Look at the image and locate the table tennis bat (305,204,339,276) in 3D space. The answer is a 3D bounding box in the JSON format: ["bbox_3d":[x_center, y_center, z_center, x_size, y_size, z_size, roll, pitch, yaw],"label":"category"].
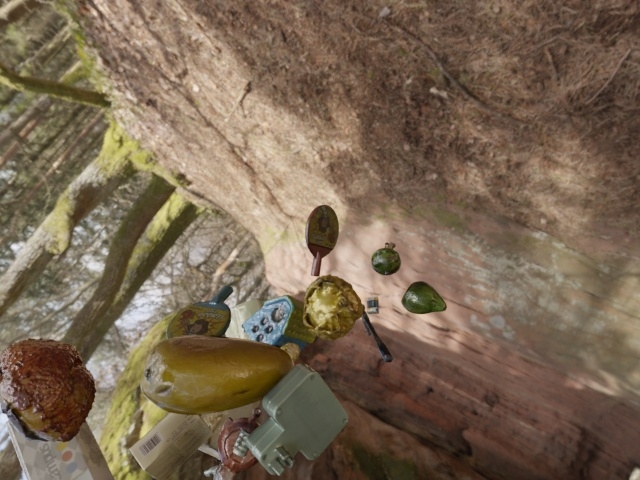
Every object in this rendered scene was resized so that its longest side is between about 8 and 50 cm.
[{"bbox_3d":[0.000,0.000,1.920,0.038,0.310,0.200,3,172,43],"label":"table tennis bat"}]

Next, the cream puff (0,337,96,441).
[{"bbox_3d":[-0.586,0.319,0.975,0.240,0.164,0.240,51,151,43],"label":"cream puff"}]

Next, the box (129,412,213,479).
[{"bbox_3d":[-0.467,0.641,1.433,0.095,0.212,0.168,33,150,31],"label":"box"}]

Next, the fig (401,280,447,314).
[{"bbox_3d":[0.377,0.217,1.612,0.156,0.123,0.123,29,168,22],"label":"fig"}]

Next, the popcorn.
[{"bbox_3d":[0.046,0.259,1.723,0.250,0.250,0.190,32,179,10],"label":"popcorn"}]

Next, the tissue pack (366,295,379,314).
[{"bbox_3d":[0.266,0.330,2.282,0.062,0.083,0.042,-9,146,18],"label":"tissue pack"}]

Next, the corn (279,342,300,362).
[{"bbox_3d":[-0.147,0.467,1.742,0.081,0.081,0.248,34,139,0],"label":"corn"}]

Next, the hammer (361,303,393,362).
[{"bbox_3d":[0.225,0.391,1.815,0.290,0.037,0.137,-120,6,-57],"label":"hammer"}]

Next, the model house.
[{"bbox_3d":[-0.149,0.371,1.957,0.215,0.303,0.237,47,-172,39],"label":"model house"}]

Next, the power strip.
[{"bbox_3d":[-0.061,0.506,1.216,0.141,0.261,0.229,15,141,56],"label":"power strip"}]

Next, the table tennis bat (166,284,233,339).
[{"bbox_3d":[-0.405,0.268,1.586,0.215,0.329,0.044,6,124,19],"label":"table tennis bat"}]

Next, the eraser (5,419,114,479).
[{"bbox_3d":[-0.891,0.719,1.530,0.397,0.213,0.082,42,152,31],"label":"eraser"}]

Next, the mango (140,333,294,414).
[{"bbox_3d":[-0.296,0.393,1.332,0.445,0.221,0.301,4,170,-16],"label":"mango"}]

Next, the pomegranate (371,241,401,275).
[{"bbox_3d":[0.267,0.067,1.793,0.122,0.161,0.122,16,151,9],"label":"pomegranate"}]

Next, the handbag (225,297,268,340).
[{"bbox_3d":[-0.333,0.490,2.217,0.160,0.236,0.359,35,-147,-60],"label":"handbag"}]

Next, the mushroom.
[{"bbox_3d":[-0.448,0.754,2.022,0.313,0.397,0.224,-6,135,46],"label":"mushroom"}]

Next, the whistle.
[{"bbox_3d":[-0.264,0.666,1.335,0.142,0.346,0.133,32,161,-17],"label":"whistle"}]
